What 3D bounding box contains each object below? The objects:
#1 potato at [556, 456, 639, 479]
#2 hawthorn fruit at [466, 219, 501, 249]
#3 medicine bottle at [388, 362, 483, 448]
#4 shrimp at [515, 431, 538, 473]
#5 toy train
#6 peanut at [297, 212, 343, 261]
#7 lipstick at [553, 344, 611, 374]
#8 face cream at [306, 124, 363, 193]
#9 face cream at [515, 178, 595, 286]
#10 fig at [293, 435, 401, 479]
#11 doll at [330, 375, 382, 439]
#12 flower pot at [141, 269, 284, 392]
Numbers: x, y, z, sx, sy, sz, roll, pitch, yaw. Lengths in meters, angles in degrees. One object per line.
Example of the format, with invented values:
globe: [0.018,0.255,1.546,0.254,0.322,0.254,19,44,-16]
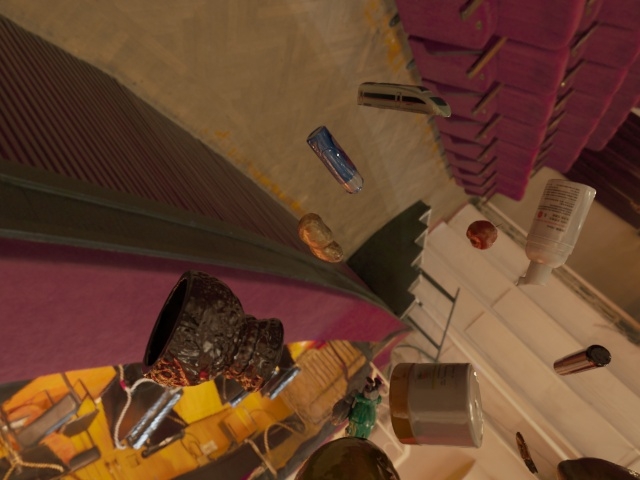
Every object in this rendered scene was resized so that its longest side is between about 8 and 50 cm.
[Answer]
potato: [0.802,0.709,1.102,0.218,0.351,0.203,-35,126,-17]
hawthorn fruit: [0.670,-0.024,1.735,0.140,0.125,0.125,-18,149,-30]
medicine bottle: [0.350,0.487,1.258,0.231,0.238,0.237,-10,173,25]
shrimp: [0.525,0.540,1.077,0.023,0.059,0.108,-11,-158,5]
toy train: [0.283,-0.485,1.429,0.086,0.407,0.088,-11,116,-32]
peanut: [0.000,-0.001,1.383,0.228,0.104,0.086,56,45,-41]
lipstick: [0.703,0.332,1.144,0.057,0.057,0.357,-42,154,-3]
face cream: [0.060,-0.271,1.462,0.083,0.264,0.149,-33,-157,18]
face cream: [0.759,-0.005,1.380,0.145,0.145,0.370,5,104,-63]
fig: [0.062,0.724,1.164,0.343,0.343,0.343,-37,158,-17]
doll: [0.169,0.652,1.620,0.258,0.195,0.153,-47,-162,0]
flower pot: [-0.245,0.234,1.010,0.267,0.267,0.267,27,114,-26]
